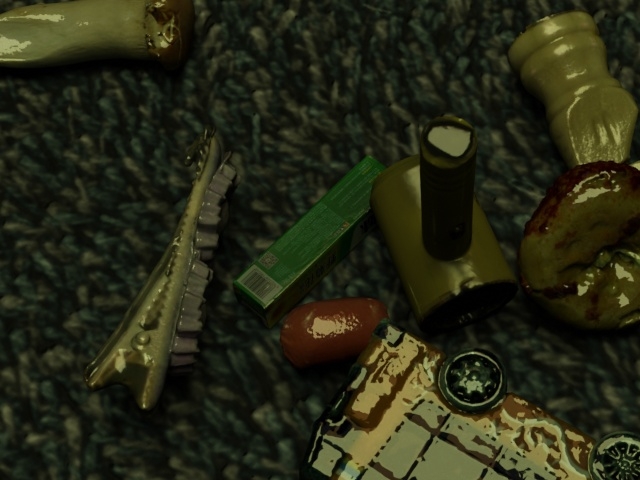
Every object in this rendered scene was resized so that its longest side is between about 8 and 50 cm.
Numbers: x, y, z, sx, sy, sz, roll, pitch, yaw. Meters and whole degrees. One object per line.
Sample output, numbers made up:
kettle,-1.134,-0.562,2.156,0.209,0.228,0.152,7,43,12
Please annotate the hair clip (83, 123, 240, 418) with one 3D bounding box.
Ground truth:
hair clip,-0.120,0.023,1.222,0.084,0.106,0.292,17,58,-1

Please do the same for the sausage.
sausage,0.012,0.077,1.205,0.094,0.059,0.054,-9,81,-3

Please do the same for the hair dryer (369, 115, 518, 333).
hair dryer,0.095,-0.034,1.128,0.090,0.279,0.135,-19,69,-3

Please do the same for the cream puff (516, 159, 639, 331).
cream puff,0.231,0.003,1.200,0.149,0.149,0.084,-9,19,-1

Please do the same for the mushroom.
mushroom,-0.224,-0.198,1.384,0.209,0.071,0.084,-5,91,4

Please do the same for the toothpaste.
toothpaste,0.000,0.000,1.266,0.043,0.037,0.178,36,68,26

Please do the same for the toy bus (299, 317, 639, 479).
toy bus,0.125,0.195,1.085,0.275,0.138,0.167,30,68,17

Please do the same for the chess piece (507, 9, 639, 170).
chess piece,0.246,-0.101,1.293,0.090,0.090,0.200,-20,71,-8
